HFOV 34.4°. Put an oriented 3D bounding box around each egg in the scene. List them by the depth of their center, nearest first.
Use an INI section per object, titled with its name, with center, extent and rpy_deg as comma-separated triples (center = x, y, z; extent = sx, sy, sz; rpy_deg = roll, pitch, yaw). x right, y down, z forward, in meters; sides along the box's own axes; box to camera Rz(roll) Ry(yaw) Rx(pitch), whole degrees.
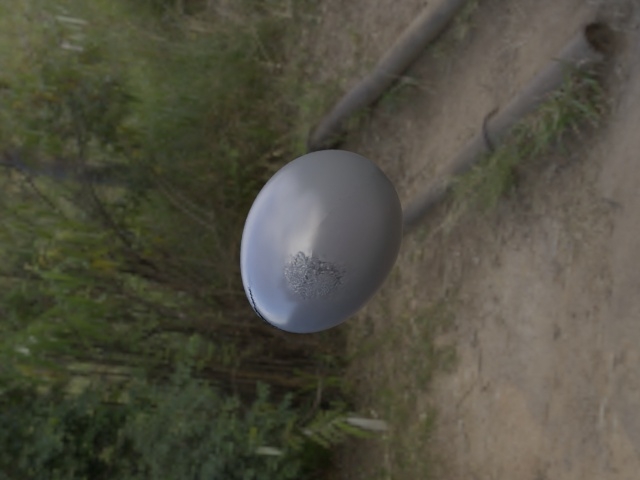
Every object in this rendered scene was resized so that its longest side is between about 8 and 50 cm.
[egg]
center = 0.000, 0.000, 0.975
extent = 0.198, 0.146, 0.146
rpy_deg = -58, 1, -33
